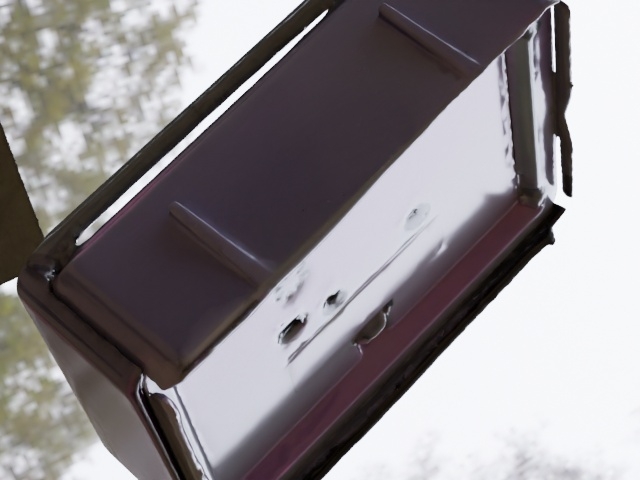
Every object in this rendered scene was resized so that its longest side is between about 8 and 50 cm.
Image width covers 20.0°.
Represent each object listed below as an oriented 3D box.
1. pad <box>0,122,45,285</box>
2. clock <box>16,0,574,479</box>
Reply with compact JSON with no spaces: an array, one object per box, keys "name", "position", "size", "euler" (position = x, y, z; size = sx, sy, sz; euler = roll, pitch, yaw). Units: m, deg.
[{"name":"pad","position":[-0.286,-0.009,0.977],"size":[0.265,0.009,0.159],"euler":[-24,-100,10]},{"name":"clock","position":[0.000,0.000,0.625],"size":[0.073,0.193,0.145],"euler":[36,-20,26]}]
